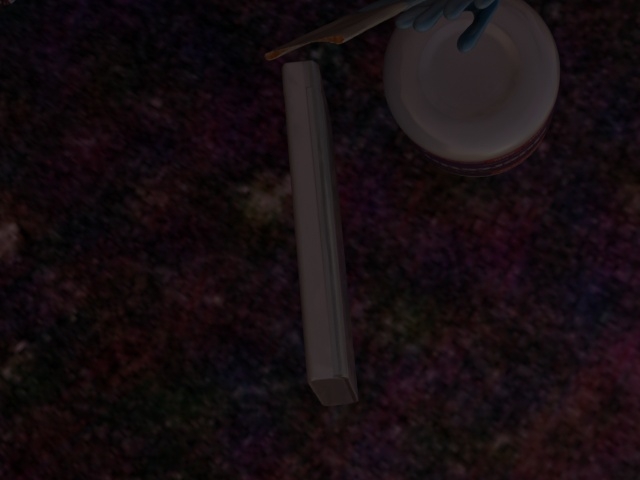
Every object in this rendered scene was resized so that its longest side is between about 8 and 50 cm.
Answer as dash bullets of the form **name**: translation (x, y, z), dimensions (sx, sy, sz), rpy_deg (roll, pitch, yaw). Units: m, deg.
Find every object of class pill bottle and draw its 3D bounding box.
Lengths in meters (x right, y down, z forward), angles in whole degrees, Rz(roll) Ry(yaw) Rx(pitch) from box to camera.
- **pill bottle**: translation (0.171, -0.166, 1.569), dimensions (0.181, 0.181, 0.323), rpy_deg (-60, 172, 3)

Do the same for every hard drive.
- **hard drive**: translation (0.000, 0.000, 1.417), dimensions (0.040, 0.203, 0.307), rpy_deg (-6, 76, 3)

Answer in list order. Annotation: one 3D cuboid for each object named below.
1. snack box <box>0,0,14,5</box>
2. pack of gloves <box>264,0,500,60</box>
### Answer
- **snack box**: translation (-0.364, -0.296, 1.410), dimensions (0.037, 0.100, 0.141), rpy_deg (-50, 123, -32)
- **pack of gloves**: translation (0.103, -0.176, 1.084), dimensions (0.232, 0.195, 0.046), rpy_deg (-33, 107, -43)
